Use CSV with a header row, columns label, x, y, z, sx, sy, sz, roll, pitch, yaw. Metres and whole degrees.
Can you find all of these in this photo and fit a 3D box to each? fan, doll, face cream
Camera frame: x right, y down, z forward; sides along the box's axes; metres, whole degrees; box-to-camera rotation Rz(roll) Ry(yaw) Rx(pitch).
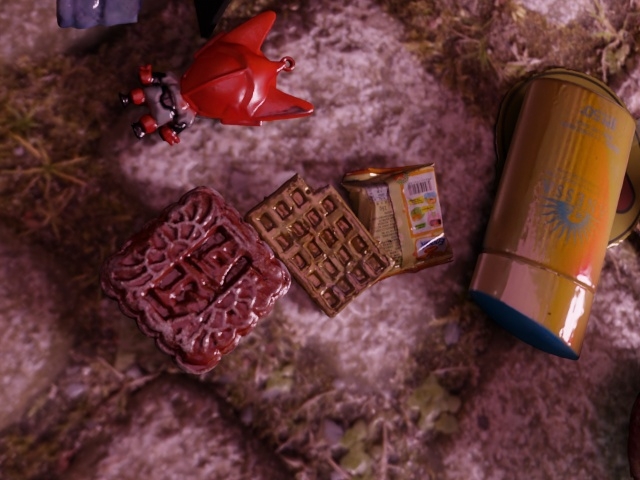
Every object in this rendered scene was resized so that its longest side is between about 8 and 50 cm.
label,x,y,z,sx,sy,sz,roll,pitch,yaw
fan,0.341,-0.112,0.746,0.335,0.011,0.229,-23,90,-18
doll,-0.100,-0.145,0.579,0.169,0.057,0.109,-23,92,-21
face cream,0.252,-0.026,0.666,0.140,0.067,0.284,21,78,-11

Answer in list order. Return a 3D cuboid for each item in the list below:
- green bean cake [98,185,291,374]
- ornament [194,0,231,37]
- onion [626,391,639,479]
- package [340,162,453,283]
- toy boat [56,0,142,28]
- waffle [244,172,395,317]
label,x,y,z,sx,sy,sz,roll,pitch,yaw
green bean cake,-0.111,0.034,0.552,0.135,0.056,0.135,-45,98,-17
ornament,-0.021,-0.306,0.593,0.196,0.153,0.166,-10,87,-29
onion,0.443,0.221,0.641,0.247,0.190,0.246,-3,101,-14
package,0.082,-0.021,0.638,0.108,0.031,0.120,-14,94,-18
toy boat,-0.190,-0.315,0.538,0.078,0.127,0.282,5,80,-24
waffle,0.000,0.000,0.601,0.092,0.021,0.135,-39,97,0
